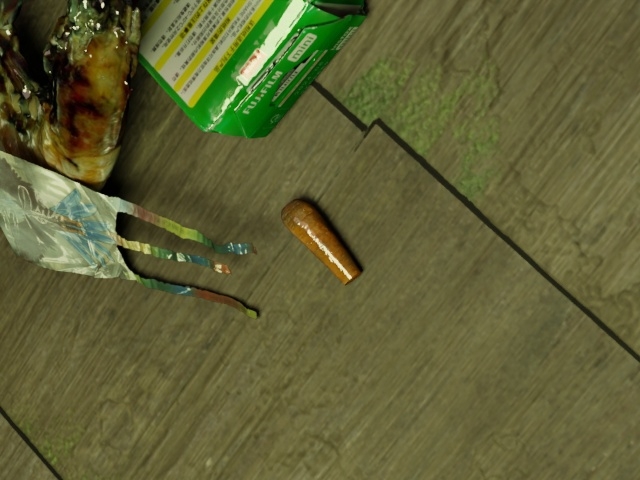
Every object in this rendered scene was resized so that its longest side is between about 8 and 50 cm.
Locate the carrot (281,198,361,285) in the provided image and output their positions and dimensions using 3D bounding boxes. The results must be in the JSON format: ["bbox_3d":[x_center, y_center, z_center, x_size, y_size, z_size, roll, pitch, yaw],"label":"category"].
[{"bbox_3d":[0.000,0.000,1.229,0.032,0.032,0.093,-46,77,22],"label":"carrot"}]

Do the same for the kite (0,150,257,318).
[{"bbox_3d":[-0.196,0.004,1.303,0.309,0.015,0.169,20,142,16],"label":"kite"}]

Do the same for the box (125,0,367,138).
[{"bbox_3d":[-0.099,-0.229,1.223,0.250,0.103,0.180,49,113,17],"label":"box"}]

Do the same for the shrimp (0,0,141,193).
[{"bbox_3d":[-0.253,-0.180,1.248,0.233,0.071,0.365,50,145,20],"label":"shrimp"}]
